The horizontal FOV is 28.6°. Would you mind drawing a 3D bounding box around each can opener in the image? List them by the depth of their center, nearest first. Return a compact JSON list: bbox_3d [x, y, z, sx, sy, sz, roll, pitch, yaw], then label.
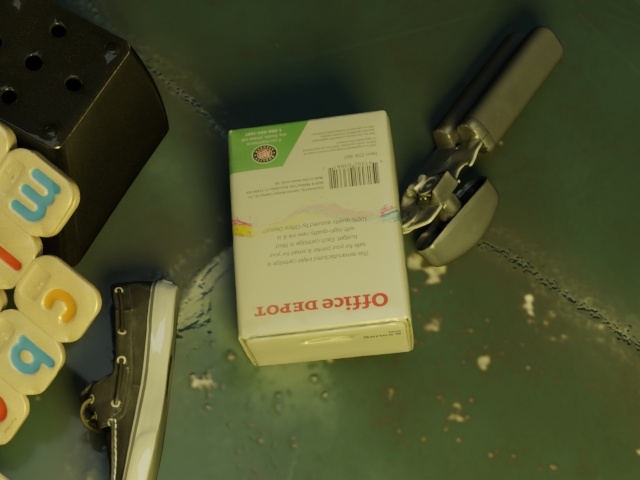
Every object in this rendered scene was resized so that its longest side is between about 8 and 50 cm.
[{"bbox_3d":[0.167,-0.095,1.280,0.095,0.076,0.283,49,63,-22],"label":"can opener"}]

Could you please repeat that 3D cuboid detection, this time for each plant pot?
[{"bbox_3d":[-0.258,-0.121,1.151,0.187,0.167,0.188,29,64,3],"label":"plant pot"}]

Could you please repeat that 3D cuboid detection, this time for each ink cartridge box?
[{"bbox_3d":[0.000,0.000,1.166,0.154,0.093,0.212,-7,65,5],"label":"ink cartridge box"}]

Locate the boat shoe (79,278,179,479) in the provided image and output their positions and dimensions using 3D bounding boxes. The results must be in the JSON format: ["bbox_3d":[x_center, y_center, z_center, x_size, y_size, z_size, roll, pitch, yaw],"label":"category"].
[{"bbox_3d":[-0.173,0.136,1.102,0.076,0.080,0.228,5,64,-1],"label":"boat shoe"}]

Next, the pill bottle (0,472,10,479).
[{"bbox_3d":[-0.336,0.270,0.990,0.117,0.117,0.215,27,64,2],"label":"pill bottle"}]

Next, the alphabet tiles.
[{"bbox_3d":[-0.328,0.028,1.063,0.278,0.021,0.284,38,102,8],"label":"alphabet tiles"}]
